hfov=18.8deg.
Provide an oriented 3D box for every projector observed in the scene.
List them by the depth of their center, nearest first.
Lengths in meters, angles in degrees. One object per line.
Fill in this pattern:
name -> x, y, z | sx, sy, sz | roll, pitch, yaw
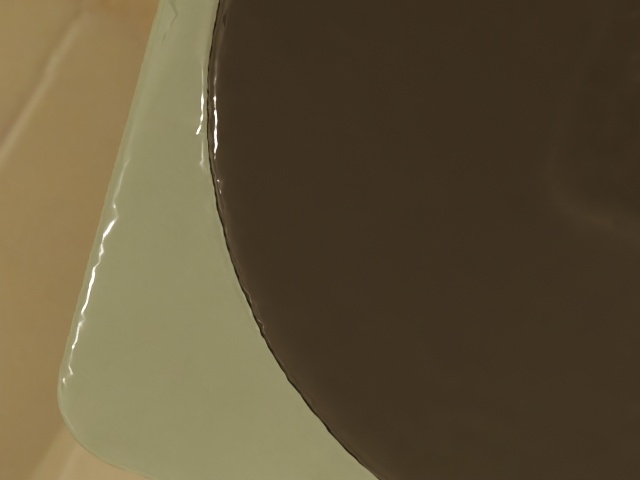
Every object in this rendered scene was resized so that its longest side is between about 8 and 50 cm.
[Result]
projector -> 0.091, -0.033, 0.461 | 0.257, 0.079, 0.259 | 19, 107, 5
